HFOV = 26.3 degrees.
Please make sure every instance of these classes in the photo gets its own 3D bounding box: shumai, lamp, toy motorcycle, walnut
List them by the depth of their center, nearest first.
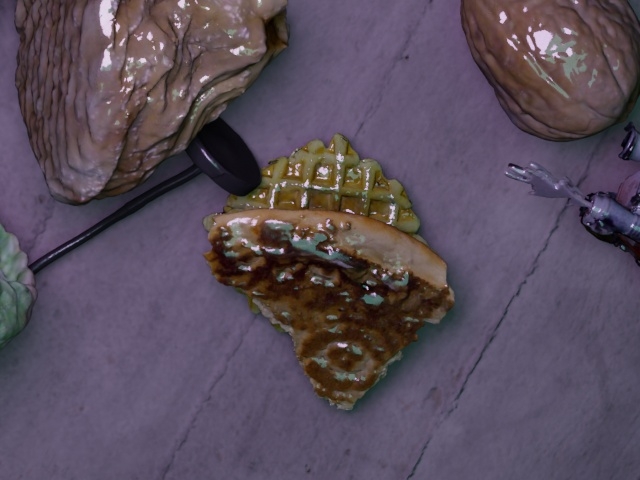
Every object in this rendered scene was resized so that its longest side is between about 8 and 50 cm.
[{"bbox_3d":[-0.149,-0.187,1.333,0.263,0.267,0.314,0,95,-29],"label":"shumai"},{"bbox_3d":[0.232,-0.208,1.391,0.178,0.178,0.230,-37,86,2],"label":"walnut"},{"bbox_3d":[-0.249,-0.031,1.421,0.371,0.130,0.108,-21,124,7],"label":"lamp"},{"bbox_3d":[0.377,-0.015,1.446,0.401,0.207,0.134,30,69,-9],"label":"toy motorcycle"}]

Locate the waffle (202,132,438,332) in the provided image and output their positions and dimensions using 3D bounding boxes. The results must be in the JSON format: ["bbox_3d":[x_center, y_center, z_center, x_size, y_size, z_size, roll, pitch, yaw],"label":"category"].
[{"bbox_3d":[0.000,0.000,1.474,0.214,0.054,0.208,-35,108,8],"label":"waffle"}]

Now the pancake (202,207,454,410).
[{"bbox_3d":[0.006,0.073,1.460,0.266,0.057,0.244,4,122,-2],"label":"pancake"}]

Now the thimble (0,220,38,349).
[{"bbox_3d":[-0.381,0.030,1.307,0.150,0.219,0.219,-40,105,5],"label":"thimble"}]
